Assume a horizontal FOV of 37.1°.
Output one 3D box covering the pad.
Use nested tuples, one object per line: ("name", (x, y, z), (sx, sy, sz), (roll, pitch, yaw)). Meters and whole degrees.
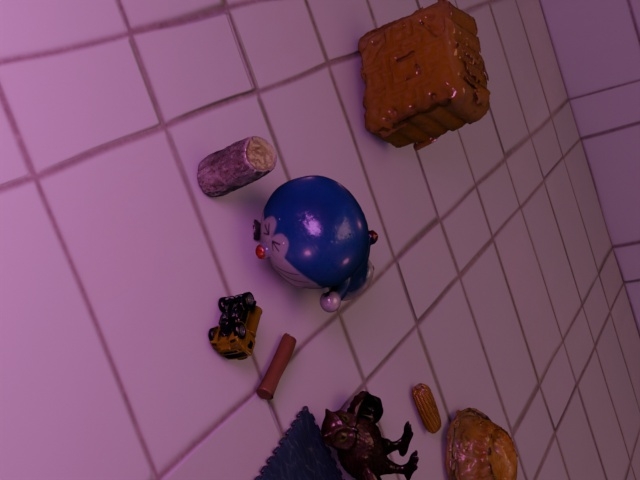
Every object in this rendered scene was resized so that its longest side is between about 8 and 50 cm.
("pad", (-0.019, 0.408, 1.315), (0.269, 0.012, 0.269), (65, 32, -19))

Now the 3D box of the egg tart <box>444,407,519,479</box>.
("egg tart", (0.310, 0.412, 1.791), (0.212, 0.090, 0.212), (31, 50, -46))

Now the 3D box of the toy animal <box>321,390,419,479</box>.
("toy animal", (0.057, 0.318, 1.413), (0.179, 0.116, 0.218), (28, 37, -27))

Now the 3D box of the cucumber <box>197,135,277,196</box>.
("cucumber", (-0.110, -0.097, 1.270), (0.064, 0.112, 0.064), (24, 58, -45))

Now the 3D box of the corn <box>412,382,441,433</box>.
("corn", (0.188, 0.297, 1.681), (0.037, 0.037, 0.092), (-44, 119, -56))

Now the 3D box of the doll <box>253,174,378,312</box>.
("doll", (0.000, 0.000, 1.397), (0.257, 0.161, 0.215), (48, 24, -65))

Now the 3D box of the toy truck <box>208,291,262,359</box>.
("toy truck", (-0.109, 0.115, 1.246), (0.054, 0.049, 0.083), (53, 36, -37))

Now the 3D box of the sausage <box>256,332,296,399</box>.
("sausage", (-0.060, 0.174, 1.328), (0.026, 0.026, 0.116), (59, 34, -27))

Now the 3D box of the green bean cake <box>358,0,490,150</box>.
("green bean cake", (0.182, -0.298, 1.722), (0.131, 0.230, 0.224), (17, 61, -49))
